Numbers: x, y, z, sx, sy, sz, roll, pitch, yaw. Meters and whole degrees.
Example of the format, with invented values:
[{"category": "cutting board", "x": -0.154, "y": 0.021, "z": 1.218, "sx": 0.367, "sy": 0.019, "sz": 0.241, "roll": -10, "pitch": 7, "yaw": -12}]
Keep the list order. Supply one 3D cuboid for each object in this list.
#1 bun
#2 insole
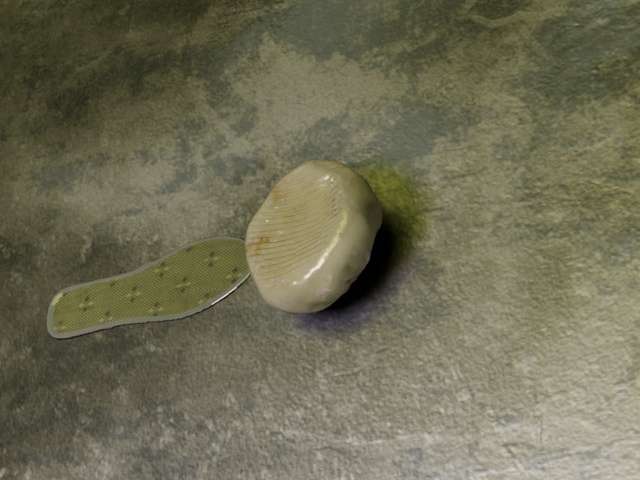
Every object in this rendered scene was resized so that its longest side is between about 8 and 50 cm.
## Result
[{"category": "bun", "x": 0.000, "y": 0.000, "z": 1.695, "sx": 0.183, "sy": 0.102, "sz": 0.183, "roll": -23, "pitch": 54, "yaw": 35}, {"category": "insole", "x": -0.219, "y": 0.062, "z": 1.867, "sx": 0.322, "sy": 0.007, "sz": 0.109, "roll": -14, "pitch": 55, "yaw": 25}]
